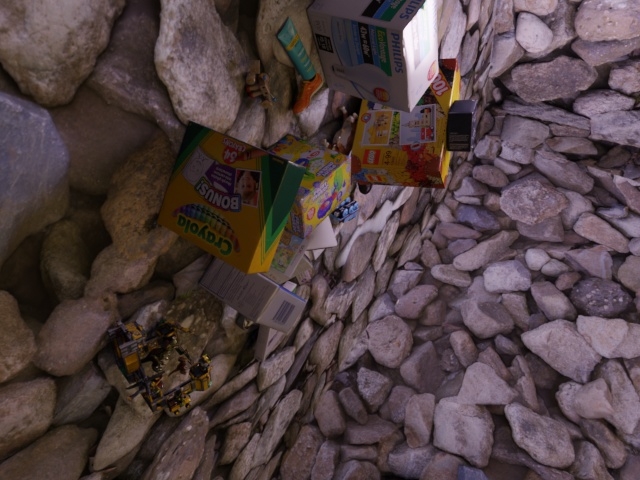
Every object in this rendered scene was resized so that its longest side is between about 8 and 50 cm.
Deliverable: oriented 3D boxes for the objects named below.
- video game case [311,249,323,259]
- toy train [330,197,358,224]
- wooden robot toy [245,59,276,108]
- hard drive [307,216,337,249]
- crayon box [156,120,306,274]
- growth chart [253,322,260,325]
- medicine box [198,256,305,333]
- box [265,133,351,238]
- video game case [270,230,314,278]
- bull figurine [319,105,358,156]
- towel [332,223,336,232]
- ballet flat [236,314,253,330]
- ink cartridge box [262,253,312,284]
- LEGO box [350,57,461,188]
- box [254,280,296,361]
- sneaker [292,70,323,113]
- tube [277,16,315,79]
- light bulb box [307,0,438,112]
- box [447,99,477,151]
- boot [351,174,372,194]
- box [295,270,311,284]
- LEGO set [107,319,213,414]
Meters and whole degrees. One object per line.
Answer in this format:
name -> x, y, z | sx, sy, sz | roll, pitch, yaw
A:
video game case -> 0.000, 0.000, 2.252 | 0.143, 0.019, 0.157 | -50, 151, -25
toy train -> 0.122, -0.141, 2.285 | 0.184, 0.080, 0.105 | -34, 148, -45
wooden robot toy -> -0.191, -0.496, 1.424 | 0.173, 0.077, 0.078 | 65, 21, -58
hard drive -> -0.048, -0.062, 1.945 | 0.319, 0.040, 0.210 | -6, 77, -60
crayon box -> -0.258, -0.123, 1.272 | 0.106, 0.363, 0.312 | 4, 109, -62
growth chart -> -0.253, 0.320, 2.078 | 0.171, 0.021, 0.237 | -59, 154, -10
medicine box -> -0.243, 0.192, 1.673 | 0.149, 0.290, 0.263 | -58, 154, -6
box -> -0.086, -0.200, 1.615 | 0.290, 0.279, 0.176 | -44, 148, -33
video game case -> -0.163, 0.013, 1.768 | 0.193, 0.213, 0.023 | -60, -177, -7
bull figurine -> 0.087, -0.408, 1.931 | 0.310, 0.101, 0.188 | -68, 156, -18
towel -> 0.065, -0.054, 2.309 | 0.060, 0.010, 0.083 | 79, 27, -52
ballet flat -> -0.276, 0.283, 1.927 | 0.213, 0.068, 0.072 | -60, 148, 4
ink cartridge box -> -0.173, 0.111, 1.937 | 0.233, 0.066, 0.189 | -26, 147, 9
LEGO box -> 0.359, -0.485, 1.916 | 0.193, 0.373, 0.499 | 39, 60, -63
box -> -0.207, 0.369, 2.092 | 0.232, 0.059, 0.321 | -49, 159, -52
sneaker -> -0.058, -0.529, 1.636 | 0.067, 0.064, 0.175 | 41, 71, -43
tube -> -0.078, -0.625, 1.514 | 0.080, 0.052, 0.207 | -66, 149, -16
light bulb box -> 0.196, -0.686, 1.595 | 0.225, 0.361, 0.357 | -56, 153, -17
box -> 0.554, -0.449, 1.787 | 0.156, 0.093, 0.158 | -56, 145, -49
boot -> 0.153, -0.295, 2.210 | 0.229, 0.091, 0.262 | -38, 140, -33
box -> -0.115, 0.091, 2.052 | 0.063, 0.067, 0.324 | -30, 147, -7
LEGO set -> -0.485, 0.338, 1.376 | 0.255, 0.331, 0.191 | -18, 130, -29
